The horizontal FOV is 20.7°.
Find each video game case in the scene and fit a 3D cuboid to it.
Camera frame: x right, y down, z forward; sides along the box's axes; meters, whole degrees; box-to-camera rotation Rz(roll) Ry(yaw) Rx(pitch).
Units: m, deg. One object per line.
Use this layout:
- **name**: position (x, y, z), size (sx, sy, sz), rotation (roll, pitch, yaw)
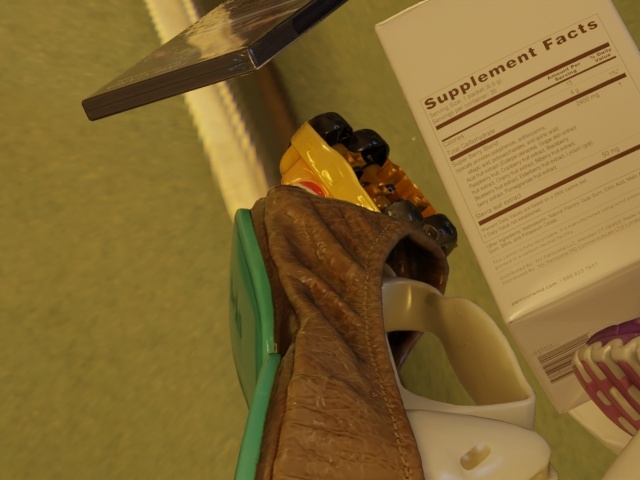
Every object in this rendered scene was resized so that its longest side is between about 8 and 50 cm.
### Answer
- **video game case**: position (-0.069, -0.192, 1.591), size (0.196, 0.274, 0.026), rotation (-13, 111, 36)

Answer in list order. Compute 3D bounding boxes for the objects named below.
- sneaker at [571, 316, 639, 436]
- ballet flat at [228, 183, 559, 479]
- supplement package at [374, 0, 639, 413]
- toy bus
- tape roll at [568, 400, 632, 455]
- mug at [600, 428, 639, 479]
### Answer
- **sneaker**: position (0.248, 0.054, 0.981), size (0.095, 0.236, 0.104), rotation (46, 55, -22)
- **ballet flat**: position (0.023, 0.076, 0.666), size (0.124, 0.342, 0.116), rotation (2, 113, -2)
- **supplement package**: position (0.186, -0.053, 1.339), size (0.175, 0.177, 0.293), rotation (-26, 56, 7)
- **toy bus**: position (0.000, 0.000, 1.700), size (0.211, 0.220, 0.149), rotation (-41, 70, 12)
- **tape roll**: position (0.353, 0.083, 1.563), size (0.286, 0.286, 0.100), rotation (-48, 128, 5)
- **mug**: position (0.224, 0.185, 0.666), size (0.374, 0.276, 0.328), rotation (39, 84, -31)
